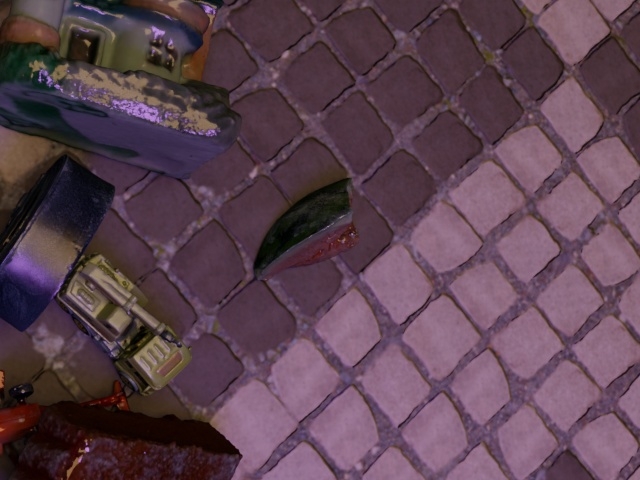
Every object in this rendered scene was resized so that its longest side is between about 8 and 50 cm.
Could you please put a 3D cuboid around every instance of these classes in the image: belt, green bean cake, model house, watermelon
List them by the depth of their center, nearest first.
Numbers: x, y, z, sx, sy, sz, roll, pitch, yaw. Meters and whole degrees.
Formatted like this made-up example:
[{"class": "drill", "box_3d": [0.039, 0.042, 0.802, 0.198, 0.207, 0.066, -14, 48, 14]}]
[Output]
[{"class": "green bean cake", "box_3d": [-0.209, 0.249, 1.674, 0.233, 0.097, 0.198, 37, 74, -45]}, {"class": "belt", "box_3d": [-0.293, -0.003, 1.686, 0.082, 0.141, 0.190, 35, 70, -17]}, {"class": "model house", "box_3d": [-0.206, -0.265, 1.737, 0.267, 0.194, 0.325, 16, 74, -20]}, {"class": "watermelon", "box_3d": [-0.008, -0.007, 1.847, 0.155, 0.101, 0.080, -21, 103, -15]}]

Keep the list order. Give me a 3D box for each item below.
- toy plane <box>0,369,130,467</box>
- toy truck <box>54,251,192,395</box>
[{"class": "toy plane", "box_3d": [-0.288, 0.195, 1.698, 0.194, 0.077, 0.126, 8, 67, -22]}, {"class": "toy truck", "box_3d": [-0.211, 0.086, 1.731, 0.077, 0.100, 0.169, -42, 99, -20]}]
